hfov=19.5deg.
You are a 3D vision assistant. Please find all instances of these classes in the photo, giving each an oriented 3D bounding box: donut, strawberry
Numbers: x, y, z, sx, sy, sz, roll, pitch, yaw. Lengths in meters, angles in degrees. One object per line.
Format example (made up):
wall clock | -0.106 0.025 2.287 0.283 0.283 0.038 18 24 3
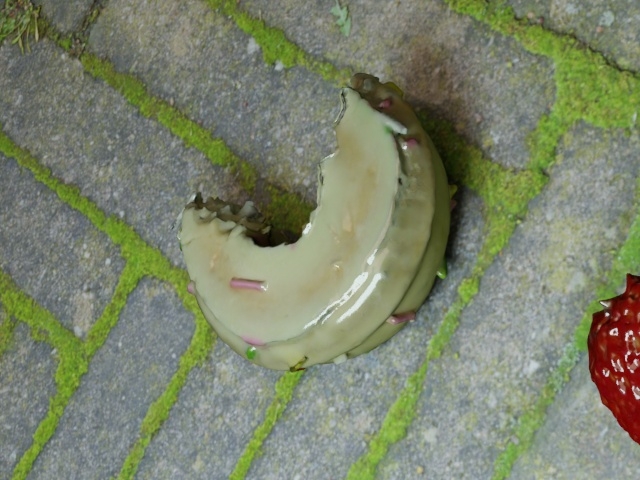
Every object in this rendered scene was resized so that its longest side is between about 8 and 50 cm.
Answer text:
donut | 0.008 0.002 2.233 0.371 0.150 0.307 -36 57 25
strawberry | 0.382 0.153 1.862 0.205 0.205 0.244 -33 59 26
